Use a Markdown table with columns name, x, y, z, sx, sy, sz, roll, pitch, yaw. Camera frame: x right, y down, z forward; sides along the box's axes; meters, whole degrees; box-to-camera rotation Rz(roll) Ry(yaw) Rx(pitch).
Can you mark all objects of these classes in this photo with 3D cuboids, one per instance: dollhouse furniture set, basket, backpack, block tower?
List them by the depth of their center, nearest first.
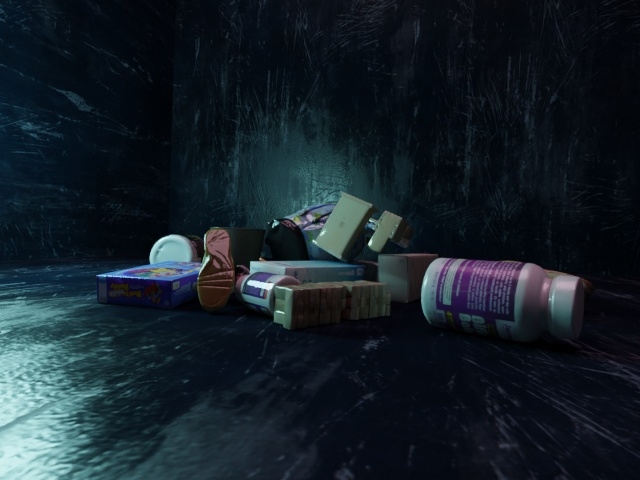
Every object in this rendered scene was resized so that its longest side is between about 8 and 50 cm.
| name | x | y | z | sx | sy | sz | roll | pitch | yaw |
| --- | --- | --- | --- | --- | --- | --- | --- | --- | --- |
| block tower | 0.034 | 0.153 | 1.054 | 0.335 | 0.091 | 0.097 | 2 | -1 | -43 |
| dollhouse furniture set | 0.181 | 0.016 | 1.426 | 0.286 | 0.198 | 0.303 | 30 | -1 | 40 |
| basket | -0.304 | 0.068 | 1.525 | 0.204 | 0.226 | 0.154 | 3 | 0 | 4 |
| backpack | 0.000 | 0.000 | 1.589 | 0.273 | 0.290 | 0.355 | 5 | 24 | 30 |

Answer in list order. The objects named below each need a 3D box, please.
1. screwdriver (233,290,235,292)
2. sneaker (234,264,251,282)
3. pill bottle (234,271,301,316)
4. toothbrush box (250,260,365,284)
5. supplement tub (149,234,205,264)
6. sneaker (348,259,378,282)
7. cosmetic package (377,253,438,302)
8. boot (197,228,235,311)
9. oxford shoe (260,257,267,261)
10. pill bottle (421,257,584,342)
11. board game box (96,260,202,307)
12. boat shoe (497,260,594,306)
| name | x | y | z | sx | sy | sz | roll | pitch | yaw |
| --- | --- | --- | --- | --- | --- | --- | --- | --- | --- |
| screwdriver | -0.320 | 0.174 | 1.447 | 0.170 | 0.024 | 0.025 | 10 | 33 | 24 |
| sneaker | -0.232 | 0.127 | 1.248 | 0.047 | 0.119 | 0.057 | -28 | -18 | 18 |
| pill bottle | -0.141 | 0.137 | 1.092 | 0.108 | 0.108 | 0.193 | 2 | 1 | -41 |
| toothbrush box | -0.042 | 0.130 | 1.297 | 0.295 | 0.126 | 0.216 | 3 | 1 | -37 |
| supplement tub | -0.616 | 0.070 | 1.889 | 0.194 | 0.193 | 0.316 | 2 | 1 | 0 |
| sneaker | 0.135 | 0.134 | 1.674 | 0.321 | 0.126 | 0.127 | 1 | 6 | 23 |
| cosmetic package | 0.322 | 0.127 | 1.510 | 0.113 | 0.160 | 0.309 | 1 | -1 | 34 |
| boot | -0.292 | 0.124 | 1.201 | 0.095 | 0.262 | 0.203 | -3 | -40 | -11 |
| oxford shoe | -0.275 | 0.120 | 1.736 | 0.133 | 0.130 | 0.364 | 10 | -4 | -38 |
| pill bottle | 0.392 | 0.129 | 0.918 | 0.301 | 0.169 | 0.169 | 2 | 0 | 40 |
| board game box | -0.468 | 0.126 | 1.304 | 0.233 | 0.078 | 0.347 | 3 | 4 | 13 |
| boat shoe | 0.712 | 0.159 | 1.415 | 0.342 | 0.123 | 0.123 | 16 | -14 | 48 |
